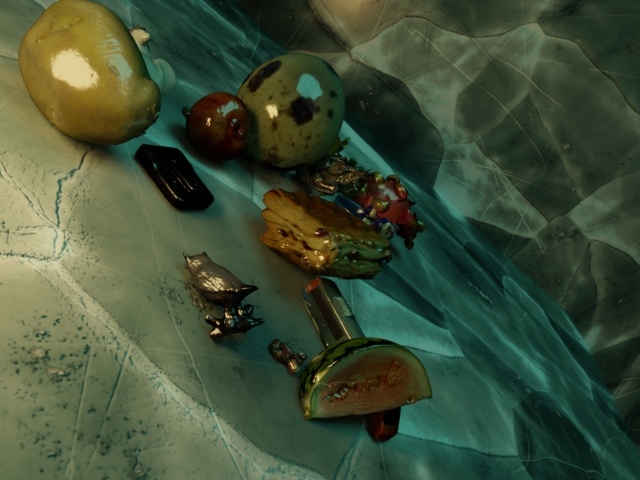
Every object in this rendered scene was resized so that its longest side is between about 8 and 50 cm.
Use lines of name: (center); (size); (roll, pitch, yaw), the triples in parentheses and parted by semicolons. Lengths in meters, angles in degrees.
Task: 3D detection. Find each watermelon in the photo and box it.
watermelon: (0.101, 0.259, 1.184); (0.303, 0.128, 0.159); (1, 50, -27)

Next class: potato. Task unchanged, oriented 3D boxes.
potato: (-0.492, -0.348, 1.201); (0.243, 0.221, 0.327); (-25, 82, -21)

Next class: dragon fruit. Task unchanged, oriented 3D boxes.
dragon fruit: (0.250, -0.110, 2.101); (0.307, 0.227, 0.243); (20, 37, -51)

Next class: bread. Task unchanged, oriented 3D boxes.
bread: (0.000, 0.000, 1.490); (0.277, 0.167, 0.324); (6, 25, -46)

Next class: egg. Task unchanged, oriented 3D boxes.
egg: (-0.091, -0.418, 1.824); (0.345, 0.345, 0.428); (41, 63, -9)

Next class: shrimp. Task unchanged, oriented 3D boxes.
shrimp: (0.032, -0.201, 1.890); (0.137, 0.172, 0.372); (24, -6, -28)

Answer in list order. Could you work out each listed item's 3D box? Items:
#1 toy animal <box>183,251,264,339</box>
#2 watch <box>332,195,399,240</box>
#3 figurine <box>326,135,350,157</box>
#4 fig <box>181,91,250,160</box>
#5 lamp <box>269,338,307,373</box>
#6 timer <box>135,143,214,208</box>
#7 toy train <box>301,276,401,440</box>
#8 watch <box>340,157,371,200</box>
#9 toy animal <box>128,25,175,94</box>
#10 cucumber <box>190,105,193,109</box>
toy animal: (-0.199, 0.086, 1.125); (0.121, 0.117, 0.210); (-7, 57, -55)
watch: (0.114, -0.058, 1.880); (0.196, 0.171, 0.200); (30, 14, -50)
figurine: (-0.022, -0.401, 2.234); (0.228, 0.215, 0.215); (49, 17, -31)
fig: (-0.296, -0.324, 1.603); (0.205, 0.205, 0.205); (37, 23, -19)
lamp: (-0.070, 0.238, 1.194); (0.083, 0.031, 0.063); (40, 21, 0)
timer: (-0.344, -0.157, 1.372); (0.187, 0.055, 0.144); (51, 22, 15)
toy train: (0.079, 0.264, 1.335); (0.086, 0.089, 0.409); (24, 29, -51)
watch: (0.122, -0.216, 2.233); (0.165, 0.131, 0.152); (33, 43, -36)
toy animal: (-0.487, -0.439, 1.459); (0.249, 0.174, 0.289); (7, 42, -56)
cucumber: (-0.314, -0.395, 1.830); (0.067, 0.067, 0.293); (49, 22, 10)
